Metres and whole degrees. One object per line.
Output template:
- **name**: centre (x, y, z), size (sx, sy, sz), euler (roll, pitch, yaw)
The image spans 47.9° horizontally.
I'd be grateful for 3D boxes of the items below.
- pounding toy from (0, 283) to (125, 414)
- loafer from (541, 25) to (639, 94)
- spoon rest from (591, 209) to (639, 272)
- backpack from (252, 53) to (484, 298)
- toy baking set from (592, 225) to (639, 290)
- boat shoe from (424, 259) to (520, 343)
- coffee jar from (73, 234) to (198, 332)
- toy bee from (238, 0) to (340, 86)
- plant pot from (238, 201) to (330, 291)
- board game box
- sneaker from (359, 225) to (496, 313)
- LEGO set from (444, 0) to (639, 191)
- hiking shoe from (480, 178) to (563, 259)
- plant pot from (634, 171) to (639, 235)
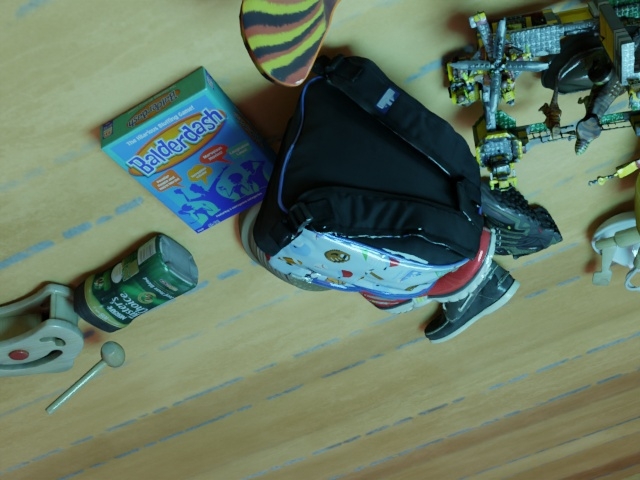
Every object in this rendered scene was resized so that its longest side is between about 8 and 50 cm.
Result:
- **pounding toy**: centre (-0.446, 0.172, 1.120), size (0.270, 0.154, 0.154), euler (-4, 145, -13)
- **loafer**: centre (0.405, -0.238, 0.955), size (0.220, 0.078, 0.080), euler (-15, 141, 1)
- **spoon rest**: centre (0.603, 0.017, 1.312), size (0.276, 0.084, 0.137), euler (20, 146, -37)
- **backpack**: centre (0.064, -0.048, 0.904), size (0.263, 0.276, 0.213), euler (19, 151, -8)
- **toy baking set**: centre (0.579, 0.032, 1.260), size (0.256, 0.030, 0.197), euler (-18, 137, 38)
- **boat shoe**: centre (0.270, 0.117, 1.363), size (0.079, 0.084, 0.233), euler (41, 132, -3)
- **coffee jar**: centre (-0.287, 0.071, 1.110), size (0.184, 0.079, 0.096), euler (-29, 139, 18)
- **toy bee**: centre (-0.008, -0.309, 0.704), size (0.162, 0.298, 0.195), euler (34, 162, -12)
- **plant pot**: centre (0.000, 0.000, 1.092), size (0.237, 0.109, 0.237), euler (-10, 141, -8)
- **board game box**: centre (-0.160, -0.110, 0.956), size (0.160, 0.047, 0.210), euler (-27, 139, 15)
- **sneaker**: centre (0.159, 0.045, 1.174), size (0.118, 0.107, 0.279), euler (30, 139, -29)
- **LEGO set**: centre (0.318, -0.163, 0.857), size (0.331, 0.192, 0.255), euler (-1, 128, 8)
- **hiking shoe**: centre (0.302, -0.019, 1.181), size (0.227, 0.086, 0.114), euler (25, 125, -38)
- **plant pot**: centre (0.592, -0.120, 1.048), size (0.254, 0.254, 0.239), euler (-18, 125, 4)
